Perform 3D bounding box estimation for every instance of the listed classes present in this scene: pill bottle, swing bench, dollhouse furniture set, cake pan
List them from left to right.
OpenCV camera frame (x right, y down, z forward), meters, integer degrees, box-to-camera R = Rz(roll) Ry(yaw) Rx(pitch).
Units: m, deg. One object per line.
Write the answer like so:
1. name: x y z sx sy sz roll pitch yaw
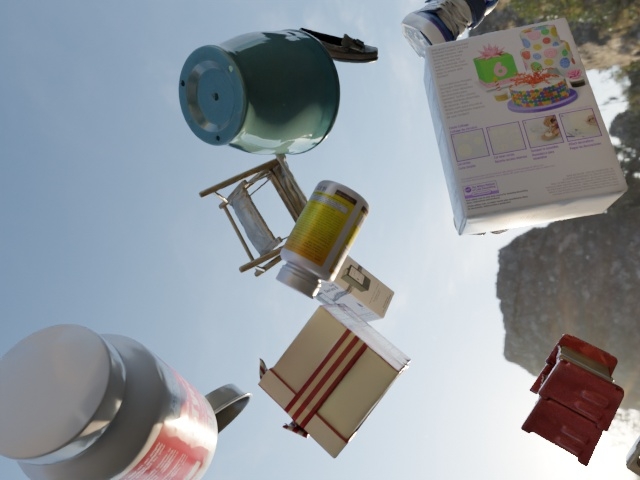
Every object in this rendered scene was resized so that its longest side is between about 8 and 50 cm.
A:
1. pill bottle: -0.331 0.294 0.764 0.408 0.228 0.229 80 -148 -57
2. cake pan: -0.303 0.464 1.170 0.293 0.054 0.293 -38 -19 -16
3. swing bench: -0.146 -0.074 1.282 0.254 0.254 0.165 60 -177 11
4. pill bottle: 0.000 0.000 0.903 0.117 0.117 0.215 37 -102 -44
5. dollhouse furniture set: 0.571 0.336 0.819 0.201 0.373 0.152 -7 -59 -59

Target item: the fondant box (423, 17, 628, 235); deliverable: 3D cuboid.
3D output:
1. fondant box: 0.322 -0.192 0.786 0.096 0.238 0.331 60 -158 -70

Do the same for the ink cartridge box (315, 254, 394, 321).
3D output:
1. ink cartridge box: 0.077 0.156 1.571 0.272 0.198 0.115 38 -121 -14

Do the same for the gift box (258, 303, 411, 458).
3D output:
1. gift box: 0.022 0.301 1.075 0.258 0.276 0.255 -54 -23 4

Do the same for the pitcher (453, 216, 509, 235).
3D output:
1. pitcher: 0.522 -0.091 1.377 0.177 0.207 0.126 10 -125 -17

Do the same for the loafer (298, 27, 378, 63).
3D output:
1. loafer: 0.054 -0.613 1.468 0.096 0.267 0.084 -86 0 -52

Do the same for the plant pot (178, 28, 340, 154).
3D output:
1. plant pot: -0.140 -0.300 0.969 0.255 0.271 0.272 -25 -70 -51

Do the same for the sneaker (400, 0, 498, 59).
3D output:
1. sneaker: 0.319 -0.542 1.099 0.130 0.236 0.323 49 -163 -13
